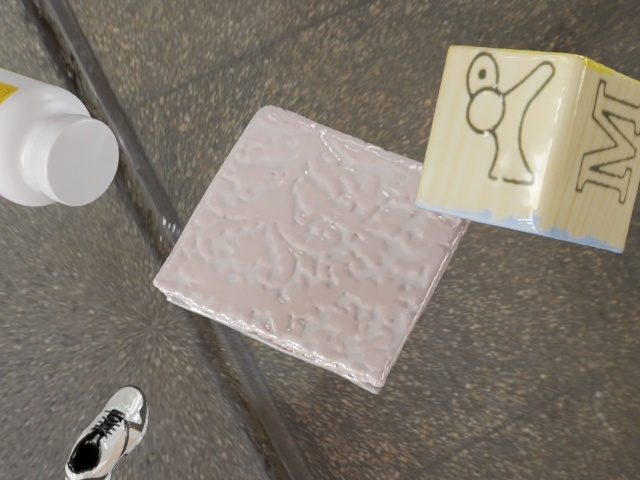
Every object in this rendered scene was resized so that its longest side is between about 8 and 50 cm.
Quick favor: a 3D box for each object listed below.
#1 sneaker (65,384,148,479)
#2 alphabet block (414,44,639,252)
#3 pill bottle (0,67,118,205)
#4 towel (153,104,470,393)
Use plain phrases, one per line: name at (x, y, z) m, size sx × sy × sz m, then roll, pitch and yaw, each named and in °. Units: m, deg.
sneaker at (-0.171, 0.159, 0.882) m, size 0.040 × 0.044 × 0.109 m, roll 16°, pitch 50°, yaw 11°
alphabet block at (0.252, -0.107, 1.274) m, size 0.193 × 0.192 × 0.197 m, roll 10°, pitch 94°, yaw -47°
pill bottle at (-0.110, -0.038, 0.389) m, size 0.083 × 0.043 × 0.043 m, roll 21°, pitch 80°, yaw 37°
towel at (0.000, 0.000, 1.412) m, size 0.331 × 0.053 × 0.317 m, roll 23°, pitch 66°, yaw 14°
